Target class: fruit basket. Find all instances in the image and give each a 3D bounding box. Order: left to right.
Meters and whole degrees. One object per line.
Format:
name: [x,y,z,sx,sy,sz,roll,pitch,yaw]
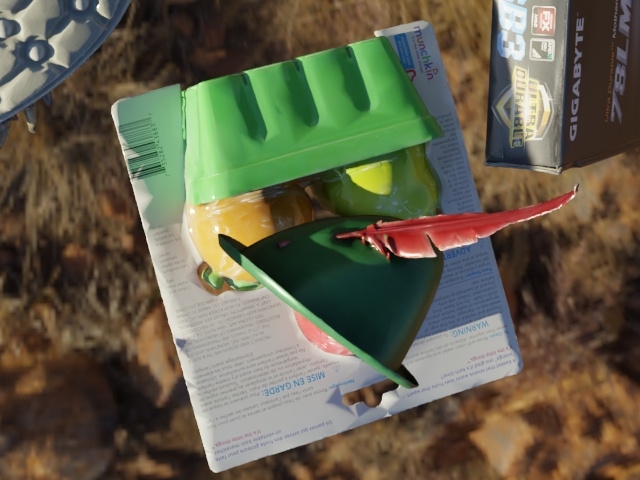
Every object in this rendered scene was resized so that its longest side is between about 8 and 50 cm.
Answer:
fruit basket: [0.000,0.000,1.626,0.327,0.165,0.353,-17,101,-17]

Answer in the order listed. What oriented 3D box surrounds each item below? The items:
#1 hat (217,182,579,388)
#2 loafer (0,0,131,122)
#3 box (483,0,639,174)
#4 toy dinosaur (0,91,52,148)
hat: [0.059,-0.011,1.251,0.183,0.208,0.173,-53,162,3]
loafer: [-0.146,-0.199,1.031,0.112,0.111,0.319,39,90,-24]
box: [0.220,-0.215,1.401,0.073,0.293,0.295,6,101,25]
toy dinosaur: [-0.275,-0.159,1.435,0.200,0.296,0.127,41,101,6]
